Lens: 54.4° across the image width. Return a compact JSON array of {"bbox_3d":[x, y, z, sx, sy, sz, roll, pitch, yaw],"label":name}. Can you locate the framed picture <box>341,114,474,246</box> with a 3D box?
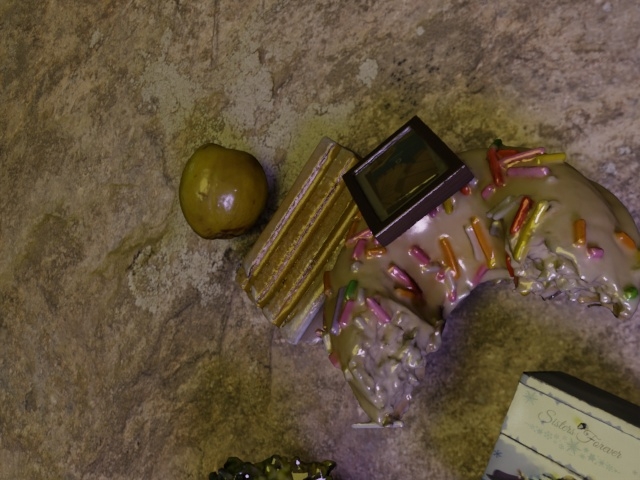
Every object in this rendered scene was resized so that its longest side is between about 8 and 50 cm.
[{"bbox_3d":[0.098,-0.077,0.754,0.128,0.023,0.168,-38,30,11],"label":"framed picture"}]

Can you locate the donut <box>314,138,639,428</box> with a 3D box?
[{"bbox_3d":[0.159,0.024,0.729,0.371,0.150,0.307,-32,33,22],"label":"donut"}]

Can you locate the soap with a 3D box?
[{"bbox_3d":[0.000,0.000,0.941,0.173,0.089,0.274,43,105,37],"label":"soap"}]

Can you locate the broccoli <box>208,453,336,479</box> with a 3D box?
[{"bbox_3d":[-0.058,0.434,0.780,0.323,0.272,0.335,17,121,38],"label":"broccoli"}]

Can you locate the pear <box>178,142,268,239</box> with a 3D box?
[{"bbox_3d":[-0.161,-0.080,1.040,0.148,0.148,0.162,5,89,37],"label":"pear"}]

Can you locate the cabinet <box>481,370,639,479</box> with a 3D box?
[{"bbox_3d":[0.263,0.263,0.654,0.145,0.150,0.206,23,95,37],"label":"cabinet"}]
